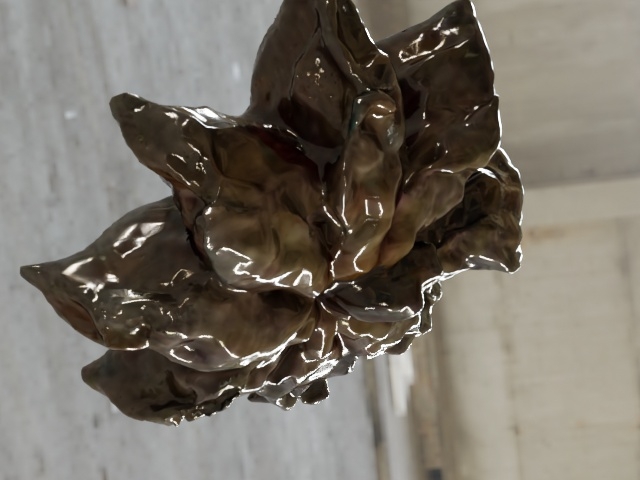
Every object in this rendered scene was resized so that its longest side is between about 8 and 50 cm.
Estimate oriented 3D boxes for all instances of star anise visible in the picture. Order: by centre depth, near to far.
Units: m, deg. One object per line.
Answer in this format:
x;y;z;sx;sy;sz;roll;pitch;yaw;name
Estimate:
0.001;-0.001;0.713;0.109;0.236;0.223;45;-15;36;star anise
